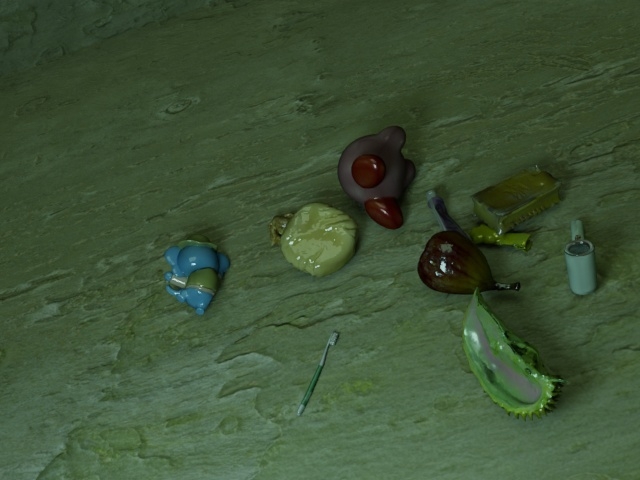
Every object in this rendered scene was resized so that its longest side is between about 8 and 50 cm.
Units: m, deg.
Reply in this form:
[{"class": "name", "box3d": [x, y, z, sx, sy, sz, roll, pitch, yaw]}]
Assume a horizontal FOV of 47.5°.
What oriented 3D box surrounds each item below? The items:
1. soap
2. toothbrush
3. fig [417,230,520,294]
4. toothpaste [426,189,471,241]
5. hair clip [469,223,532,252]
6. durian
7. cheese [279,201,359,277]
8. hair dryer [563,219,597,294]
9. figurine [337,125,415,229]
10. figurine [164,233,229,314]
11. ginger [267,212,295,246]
[{"class": "soap", "box3d": [0.553, -0.118, 2.054, 0.233, 0.076, 0.135, -28, 39, -14]}, {"class": "toothbrush", "box3d": [-0.007, 0.356, 1.960, 0.024, 0.018, 0.257, 14, 58, 23]}, {"class": "fig", "box3d": [0.400, 0.081, 1.942, 0.274, 0.145, 0.170, 23, 99, 22]}, {"class": "toothpaste", "box3d": [0.379, -0.031, 2.103, 0.075, 0.048, 0.301, -7, 52, -21]}, {"class": "hair clip", "box3d": [0.499, -0.007, 2.035, 0.173, 0.046, 0.072, 16, 51, 33]}, {"class": "durian", "box3d": [0.445, 0.287, 1.738, 0.157, 0.169, 0.355, -32, 44, -5]}, {"class": "cheese", "box3d": [0.000, 0.000, 2.167, 0.214, 0.117, 0.226, 33, 80, 21]}, {"class": "hair dryer", "box3d": [0.678, 0.024, 1.917, 0.073, 0.131, 0.236, -8, 31, 17]}, {"class": "figurine", "box3d": [0.152, -0.204, 2.209, 0.211, 0.270, 0.261, -1, 44, 28]}, {"class": "figurine", "box3d": [-0.389, 0.099, 2.230, 0.179, 0.154, 0.262, 3, 49, 9]}, {"class": "ginger", "box3d": [-0.079, -0.055, 2.296, 0.176, 0.053, 0.193, 21, 63, 27]}]
